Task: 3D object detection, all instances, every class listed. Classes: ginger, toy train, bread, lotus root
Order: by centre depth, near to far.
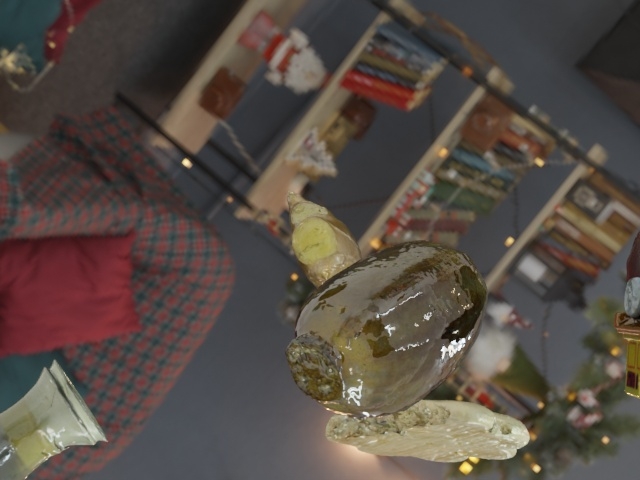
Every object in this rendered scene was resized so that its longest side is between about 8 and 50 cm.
[{"bbox_3d":[0.064,0.072,0.987,0.241,0.123,0.124,-30,113,-56],"label":"lotus root"},{"bbox_3d":[0.349,0.100,1.125,0.219,0.089,0.127,102,-8,-87],"label":"toy train"},{"bbox_3d":[0.136,0.231,1.388,0.251,0.182,0.039,-16,-119,45],"label":"bread"},{"bbox_3d":[0.000,0.000,1.661,0.086,0.131,0.294,-43,-164,3],"label":"ginger"}]

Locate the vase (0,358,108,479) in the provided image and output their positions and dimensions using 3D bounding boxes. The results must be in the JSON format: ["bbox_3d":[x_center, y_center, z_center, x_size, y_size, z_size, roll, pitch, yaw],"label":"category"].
[{"bbox_3d":[-0.415,0.275,1.351,0.321,0.173,0.173,-33,163,-15],"label":"vase"}]

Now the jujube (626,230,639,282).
[{"bbox_3d":[0.488,-0.019,1.346,0.223,0.223,0.318,-38,164,-44],"label":"jujube"}]
